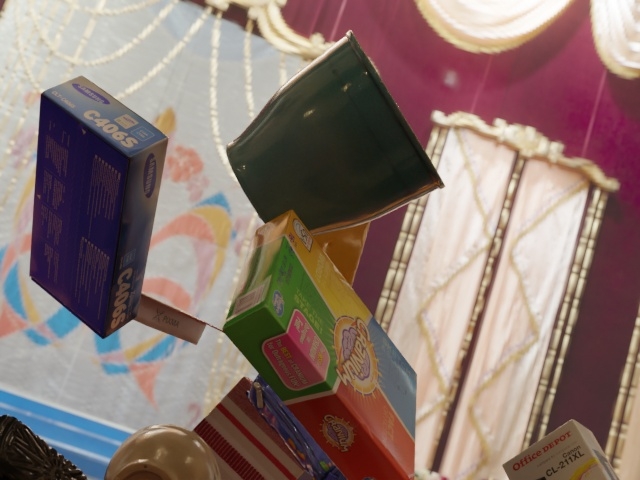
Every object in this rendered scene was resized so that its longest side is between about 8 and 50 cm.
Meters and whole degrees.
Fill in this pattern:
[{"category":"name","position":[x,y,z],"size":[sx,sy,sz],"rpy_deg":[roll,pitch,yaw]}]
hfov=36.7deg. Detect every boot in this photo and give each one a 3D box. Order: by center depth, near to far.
[{"category":"boot","position":[-0.604,0.506,1.871],"size":[0.260,0.131,0.348],"rpy_deg":[-32,-73,20]}]

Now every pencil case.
[{"category":"pencil case","position":[-0.024,0.346,1.772],"size":[0.133,0.119,0.306],"rpy_deg":[14,25,-43]}]

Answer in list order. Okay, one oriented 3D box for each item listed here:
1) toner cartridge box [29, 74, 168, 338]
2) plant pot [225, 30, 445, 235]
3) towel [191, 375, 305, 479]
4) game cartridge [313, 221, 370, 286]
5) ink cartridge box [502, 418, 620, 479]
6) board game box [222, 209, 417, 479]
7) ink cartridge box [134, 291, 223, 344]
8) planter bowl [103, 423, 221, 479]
[{"category":"toner cartridge box","position":[-0.315,-0.037,1.338],"size":[0.165,0.075,0.348],"rpy_deg":[35,-46,17]},{"category":"plant pot","position":[0.009,-0.130,1.446],"size":[0.271,0.255,0.271],"rpy_deg":[57,7,-11]},{"category":"towel","position":[-0.190,0.486,2.064],"size":[0.237,0.329,0.037],"rpy_deg":[44,-3,5]},{"category":"game cartridge","position":[0.000,0.000,2.107],"size":[0.053,0.323,0.285],"rpy_deg":[32,33,31]},{"category":"ink cartridge box","position":[0.347,0.356,1.323],"size":[0.072,0.127,0.175],"rpy_deg":[35,23,-44]},{"category":"board game box","position":[0.013,0.146,1.231],"size":[0.064,0.242,0.316],"rpy_deg":[-29,-67,21]},{"category":"ink cartridge box","position":[-0.305,0.152,1.896],"size":[0.239,0.060,0.275],"rpy_deg":[23,-7,30]},{"category":"planter bowl","position":[-0.227,0.339,1.311],"size":[0.162,0.162,0.109],"rpy_deg":[16,1,7]}]
